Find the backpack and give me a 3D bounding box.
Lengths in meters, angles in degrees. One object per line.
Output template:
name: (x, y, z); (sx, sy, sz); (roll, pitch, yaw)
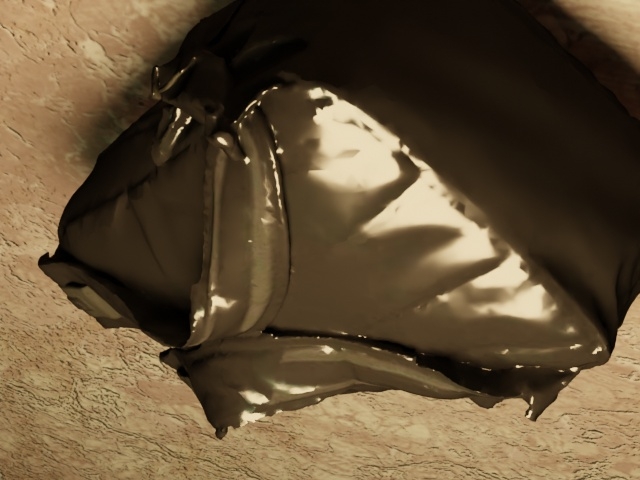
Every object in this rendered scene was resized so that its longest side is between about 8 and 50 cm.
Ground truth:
backpack: (0.000, 0.000, 1.161); (0.363, 0.255, 0.446); (38, 145, -19)
